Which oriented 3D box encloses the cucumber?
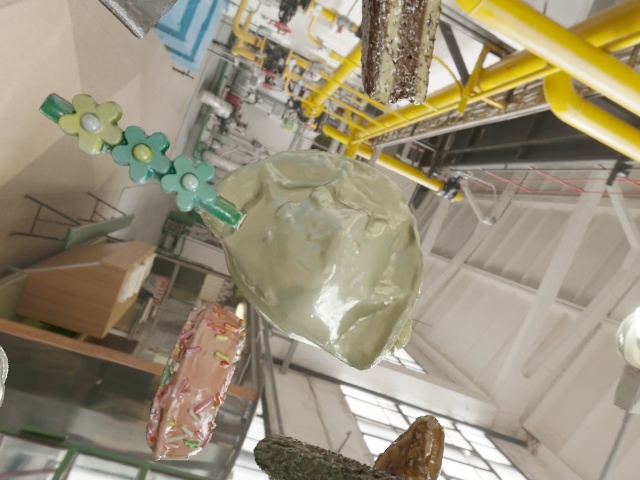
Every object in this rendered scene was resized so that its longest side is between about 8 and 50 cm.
[{"bbox_3d":[0.001,0.449,0.799,0.359,0.096,0.096,-3,-119,42],"label":"cucumber"}]

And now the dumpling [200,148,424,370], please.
[{"bbox_3d":[0.000,0.000,0.703,0.315,0.395,0.233,-49,168,-11],"label":"dumpling"}]

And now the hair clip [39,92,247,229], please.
[{"bbox_3d":[-0.133,-0.064,0.332,0.049,0.173,0.049,-47,-157,27],"label":"hair clip"}]

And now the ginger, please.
[{"bbox_3d":[0.242,0.637,1.163,0.165,0.172,0.321,25,-105,36],"label":"ginger"}]

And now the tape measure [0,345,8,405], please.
[{"bbox_3d":[-0.752,0.273,0.792,0.258,0.265,0.130,-33,-146,-13],"label":"tape measure"}]

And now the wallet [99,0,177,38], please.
[{"bbox_3d":[-0.416,-0.562,0.858,0.165,0.042,0.309,-49,168,3],"label":"wallet"}]

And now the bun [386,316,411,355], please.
[{"bbox_3d":[0.134,0.226,1.206,0.152,0.259,0.259,49,62,-83],"label":"bun"}]

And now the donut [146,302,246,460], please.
[{"bbox_3d":[-0.120,0.131,0.425,0.117,0.065,0.166,113,-8,-53],"label":"donut"}]

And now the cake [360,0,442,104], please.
[{"bbox_3d":[0.120,-0.335,0.589,0.135,0.112,0.246,147,-55,-81],"label":"cake"}]
